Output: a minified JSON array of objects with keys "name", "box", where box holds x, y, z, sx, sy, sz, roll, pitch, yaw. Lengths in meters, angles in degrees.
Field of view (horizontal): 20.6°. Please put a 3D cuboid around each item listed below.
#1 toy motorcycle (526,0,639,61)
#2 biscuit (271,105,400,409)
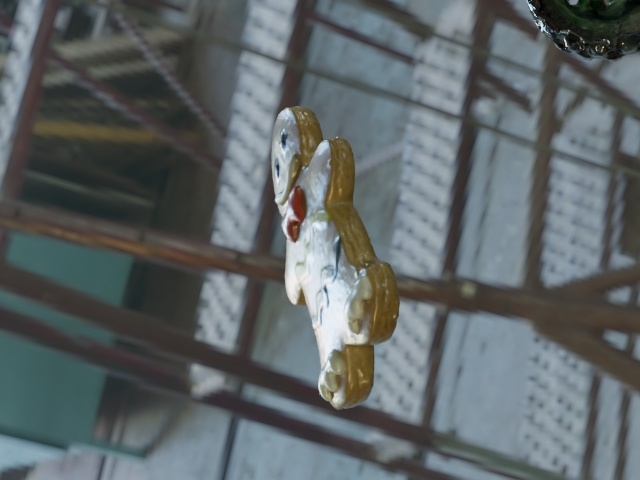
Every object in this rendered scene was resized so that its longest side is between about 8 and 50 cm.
[{"name":"toy motorcycle","box":[0.365,-0.257,1.374,0.169,0.410,0.237,1,-90,-83]},{"name":"biscuit","box":[-0.002,0.000,1.252,0.158,0.035,0.240,106,153,-43]}]
